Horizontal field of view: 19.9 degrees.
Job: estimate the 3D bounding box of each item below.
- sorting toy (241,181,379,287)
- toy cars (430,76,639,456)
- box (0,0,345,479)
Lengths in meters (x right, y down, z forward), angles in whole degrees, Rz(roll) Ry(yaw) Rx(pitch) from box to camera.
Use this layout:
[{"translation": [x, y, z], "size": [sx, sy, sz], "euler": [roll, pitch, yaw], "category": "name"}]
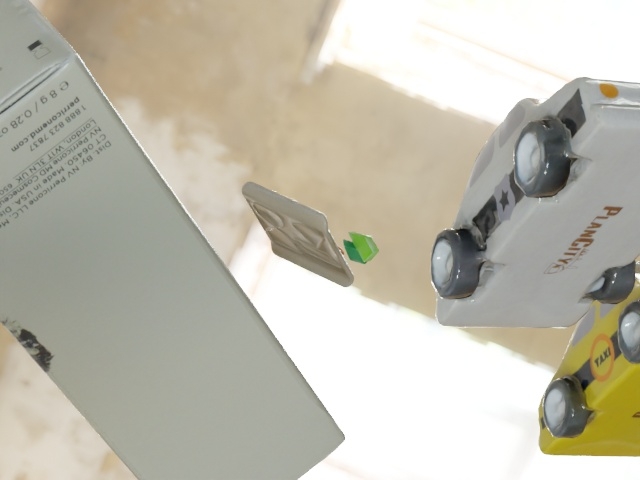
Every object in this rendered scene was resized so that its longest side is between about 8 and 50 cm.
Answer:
[{"translation": [0.000, 0.000, 0.960], "size": [0.012, 0.083, 0.062], "euler": [-53, 147, -21], "category": "sorting toy"}, {"translation": [0.156, 0.010, 0.964], "size": [0.394, 0.176, 0.087], "euler": [50, 25, -57], "category": "toy cars"}, {"translation": [-0.100, 0.015, 0.823], "size": [0.094, 0.113, 0.275], "euler": [-38, 131, -7], "category": "box"}]
